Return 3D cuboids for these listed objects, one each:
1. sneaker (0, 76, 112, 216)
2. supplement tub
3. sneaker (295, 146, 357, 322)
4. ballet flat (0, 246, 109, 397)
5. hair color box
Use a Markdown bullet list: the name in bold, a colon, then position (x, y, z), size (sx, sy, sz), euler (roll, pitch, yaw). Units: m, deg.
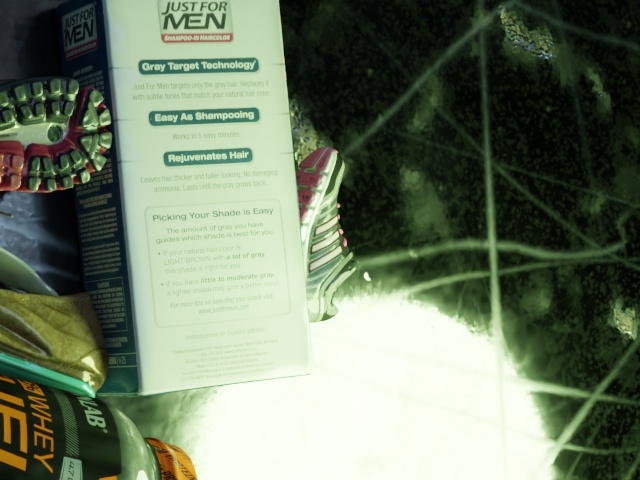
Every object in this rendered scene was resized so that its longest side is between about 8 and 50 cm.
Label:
- **sneaker**: position (-0.321, -0.072, 1.469), size (0.299, 0.112, 0.121), euler (-4, 97, -35)
- **supplement tub**: position (-0.278, 0.203, 1.426), size (0.338, 0.207, 0.207), euler (17, 77, -29)
- **sneaker**: position (0.000, 0.000, 1.692), size (0.075, 0.063, 0.170), euler (17, 82, -29)
- **ballet flat**: position (-0.324, 0.043, 1.479), size (0.342, 0.116, 0.124), euler (17, 58, -29)
- **hair color box**: position (-0.118, -0.045, 1.599), size (0.174, 0.105, 0.347), euler (-4, 89, -31)
